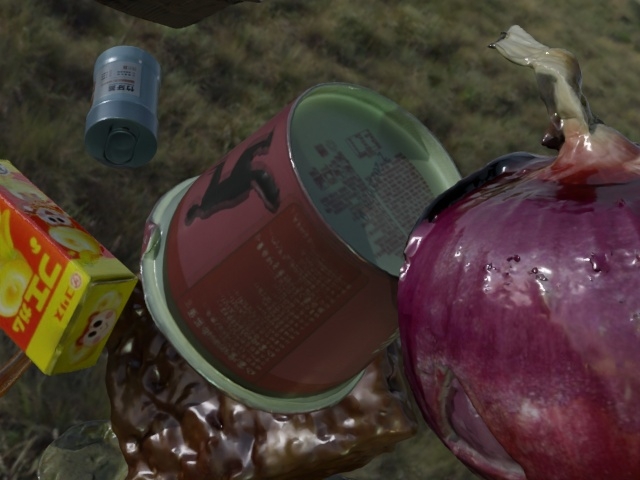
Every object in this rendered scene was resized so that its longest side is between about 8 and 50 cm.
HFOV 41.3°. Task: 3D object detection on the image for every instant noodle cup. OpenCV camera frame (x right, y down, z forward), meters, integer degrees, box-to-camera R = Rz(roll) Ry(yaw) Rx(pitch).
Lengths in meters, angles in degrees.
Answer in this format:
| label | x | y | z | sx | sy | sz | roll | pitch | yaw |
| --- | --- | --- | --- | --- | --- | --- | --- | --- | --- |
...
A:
| label | x | y | z | sx | sy | sz | roll | pitch | yaw |
| --- | --- | --- | --- | --- | --- | --- | --- | --- | --- |
| instant noodle cup | 0.000 | 0.000 | 0.675 | 0.234 | 0.178 | 0.235 | 23 | 48 | -28 |

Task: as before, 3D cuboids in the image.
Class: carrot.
| label | x | y | z | sx | sy | sz | roll | pitch | yaw |
| --- | --- | --- | --- | --- | --- | --- | --- | --- | --- |
| carrot | -0.491 | 0.188 | 1.421 | 0.037 | 0.037 | 0.190 | 36 | 54 | -2 |

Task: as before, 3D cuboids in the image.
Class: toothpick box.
| label | x | y | z | sx | sy | sz | roll | pitch | yaw |
| --- | --- | --- | --- | --- | --- | --- | --- | --- | --- |
| toothpick box | -0.279 | -0.190 | 1.209 | 0.101 | 0.101 | 0.153 | 22 | 42 | -30 |

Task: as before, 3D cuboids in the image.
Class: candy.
| label | x | y | z | sx | sy | sz | roll | pitch | yaw |
| --- | --- | --- | --- | --- | --- | --- | --- | --- | --- |
| candy | -0.365 | 0.025 | 1.051 | 0.276 | 0.146 | 0.088 | 36 | 17 | 24 |

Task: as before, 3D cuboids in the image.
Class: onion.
| label | x | y | z | sx | sy | sz | roll | pitch | yaw |
| --- | --- | --- | --- | --- | --- | --- | --- | --- | --- |
| onion | 0.198 | 0.046 | 0.500 | 0.230 | 0.256 | 0.272 | 5 | -39 | 48 |

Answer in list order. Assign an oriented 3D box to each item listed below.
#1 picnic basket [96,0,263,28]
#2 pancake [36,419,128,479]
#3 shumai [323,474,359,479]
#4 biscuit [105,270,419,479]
| label | x | y | z | sx | sy | sz | roll | pitch | yaw |
| --- | --- | --- | --- | --- | --- | --- | --- | --- | --- |
| picnic basket | -0.206 | -0.360 | 1.043 | 0.222 | 0.129 | 0.297 | 57 | 19 | 5 |
| pancake | -0.353 | 0.404 | 1.405 | 0.241 | 0.050 | 0.242 | 8 | 39 | -7 |
| shumai | 0.022 | 0.413 | 1.141 | 0.185 | 0.184 | 0.218 | 21 | -24 | 52 |
| biscuit | -0.082 | 0.155 | 1.090 | 0.166 | 0.395 | 0.343 | 38 | 35 | -58 |
